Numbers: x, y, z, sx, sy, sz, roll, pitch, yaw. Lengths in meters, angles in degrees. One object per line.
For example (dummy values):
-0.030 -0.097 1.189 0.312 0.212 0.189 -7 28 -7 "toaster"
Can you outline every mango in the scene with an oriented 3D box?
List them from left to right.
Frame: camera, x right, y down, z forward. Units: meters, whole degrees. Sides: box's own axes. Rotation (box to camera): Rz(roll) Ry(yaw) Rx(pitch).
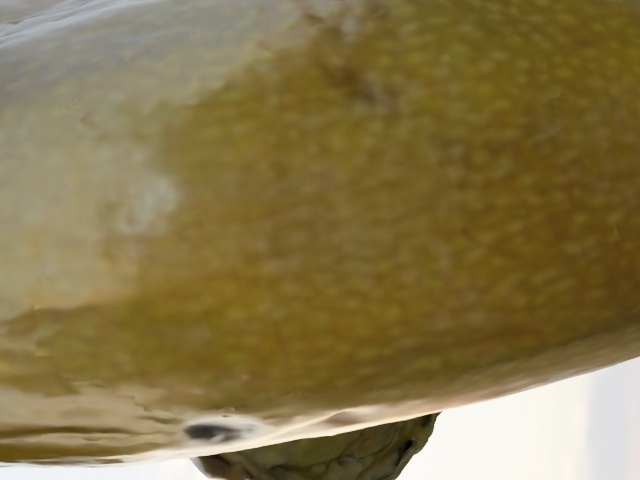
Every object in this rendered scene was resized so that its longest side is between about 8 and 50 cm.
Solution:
-0.005 -0.018 0.418 0.157 0.262 0.109 -121 18 -80 "mango"

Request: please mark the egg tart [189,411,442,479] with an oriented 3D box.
0.000 0.000 1.252 0.345 0.132 0.345 18 -116 -42 "egg tart"
